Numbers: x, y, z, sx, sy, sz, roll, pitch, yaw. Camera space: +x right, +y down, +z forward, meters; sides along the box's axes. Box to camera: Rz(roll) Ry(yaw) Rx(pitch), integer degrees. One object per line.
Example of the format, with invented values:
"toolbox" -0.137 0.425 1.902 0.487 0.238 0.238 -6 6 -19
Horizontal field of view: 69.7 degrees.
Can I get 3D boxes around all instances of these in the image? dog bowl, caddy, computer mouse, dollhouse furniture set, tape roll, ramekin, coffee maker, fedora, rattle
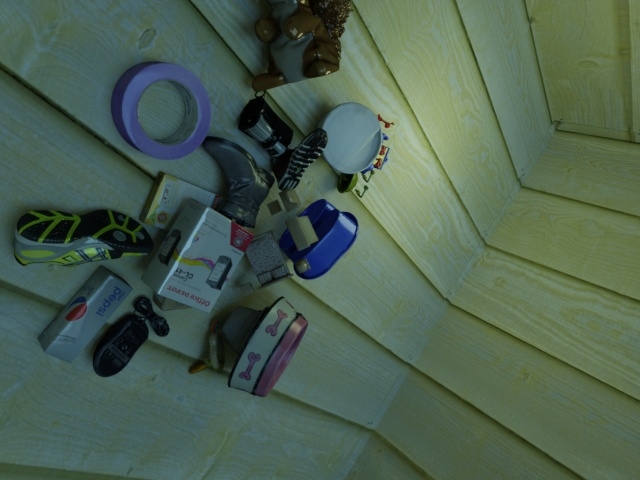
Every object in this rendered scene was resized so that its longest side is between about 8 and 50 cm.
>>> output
"dog bowl" -0.193 0.436 1.832 0.408 0.150 0.408 -59 172 -13
"caddy" 0.000 0.000 1.880 0.341 0.241 0.179 -46 129 0
"computer mouse" -0.655 0.334 1.549 0.272 0.072 0.189 -50 135 -32
"dollhouse furniture set" -0.207 0.015 1.681 0.304 0.355 0.174 66 11 0
"tape roll" -0.467 -0.384 1.368 0.274 0.090 0.275 -20 122 -36
"ramekin" 0.101 -0.408 1.831 0.272 0.127 0.273 -6 106 -21
"coffee maker" -0.179 -0.407 1.614 0.178 0.120 0.171 39 79 -47
"fedora" -0.305 0.343 1.801 0.244 0.124 0.275 -63 171 6
"rattle" -0.449 0.413 1.807 0.130 0.142 0.200 -44 127 -66

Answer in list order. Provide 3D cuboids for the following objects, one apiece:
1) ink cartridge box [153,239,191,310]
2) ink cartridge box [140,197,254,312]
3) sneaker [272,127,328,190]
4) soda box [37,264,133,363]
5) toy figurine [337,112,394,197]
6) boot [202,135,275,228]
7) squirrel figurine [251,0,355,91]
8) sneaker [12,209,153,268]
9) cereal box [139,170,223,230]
"ink cartridge box" -0.464 0.117 1.609 0.193 0.088 0.235 2 107 -43
"ink cartridge box" -0.392 0.052 1.493 0.226 0.131 0.307 34 81 -46
"sneaker" -0.099 -0.329 1.680 0.106 0.163 0.281 8 131 -48
"soda box" -0.719 0.224 1.410 0.286 0.091 0.098 -53 136 -12
"toy figurine" 0.240 -0.346 2.009 0.217 0.191 0.363 11 102 -51
"boot" -0.298 -0.186 1.574 0.338 0.118 0.223 36 70 -45
"squirrel figurine" -0.068 -0.729 1.510 0.397 0.280 0.371 -40 122 -47
"sneaker" -0.681 0.003 1.340 0.384 0.145 0.147 8 134 -48
"cereal box" -0.458 -0.108 1.537 0.240 0.047 0.173 23 91 -48
